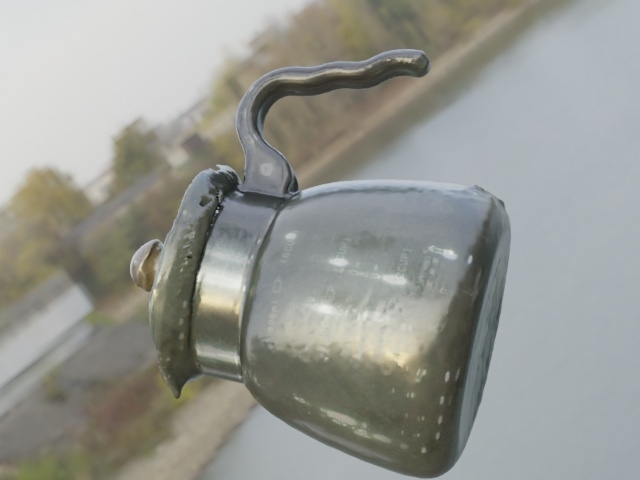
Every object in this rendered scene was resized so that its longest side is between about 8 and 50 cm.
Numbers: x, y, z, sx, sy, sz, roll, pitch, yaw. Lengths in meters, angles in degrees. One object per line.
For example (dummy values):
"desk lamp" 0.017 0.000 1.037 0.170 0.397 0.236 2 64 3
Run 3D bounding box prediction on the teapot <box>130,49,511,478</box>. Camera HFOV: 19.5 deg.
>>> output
"teapot" -0.006 0.010 1.419 0.285 0.305 0.223 11 16 11
